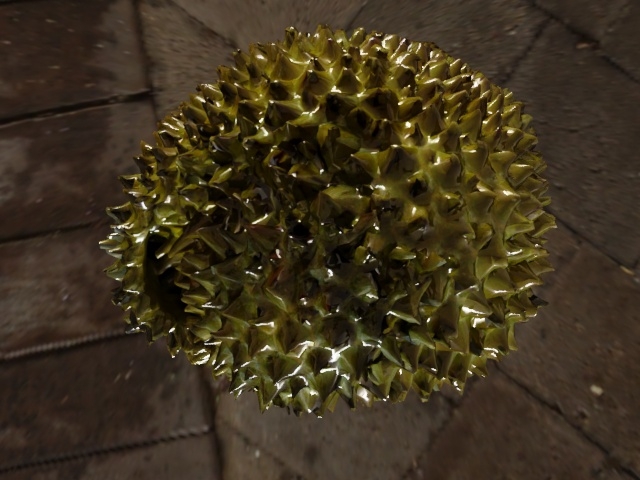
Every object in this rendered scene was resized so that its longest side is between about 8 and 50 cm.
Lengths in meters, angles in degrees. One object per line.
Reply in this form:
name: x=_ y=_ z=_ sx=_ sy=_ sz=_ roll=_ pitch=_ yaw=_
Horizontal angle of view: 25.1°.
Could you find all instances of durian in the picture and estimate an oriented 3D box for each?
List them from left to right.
durian: x=-0.002 y=-0.010 z=0.916 sx=0.293 sy=0.258 sz=0.258 roll=3 pitch=98 yaw=35
